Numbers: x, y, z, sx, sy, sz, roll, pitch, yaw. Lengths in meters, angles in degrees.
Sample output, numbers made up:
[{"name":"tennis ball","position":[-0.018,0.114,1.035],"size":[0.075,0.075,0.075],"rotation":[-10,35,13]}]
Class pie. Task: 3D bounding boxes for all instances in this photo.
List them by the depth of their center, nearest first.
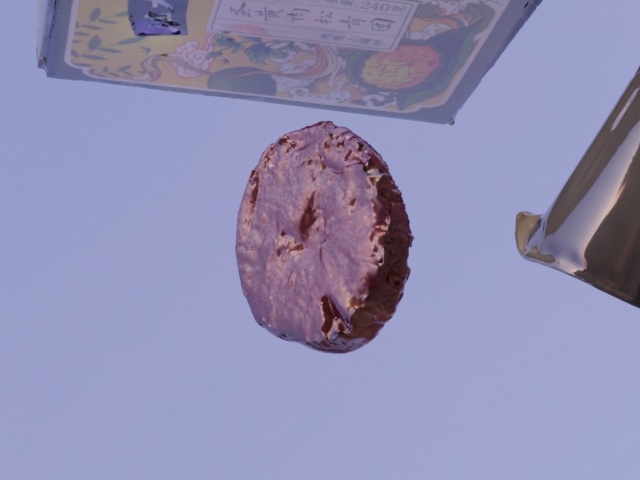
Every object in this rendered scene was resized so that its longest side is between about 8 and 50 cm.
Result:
[{"name":"pie","position":[0.000,0.000,1.033],"size":[0.036,0.154,0.154],"rotation":[6,-83,-43]}]

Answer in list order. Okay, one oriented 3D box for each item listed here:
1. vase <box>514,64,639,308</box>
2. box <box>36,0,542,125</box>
[{"name":"vase","position":[0.291,-0.079,1.181],"size":[0.156,0.251,0.301],"rotation":[3,-62,-47]},{"name":"box","position":[-0.023,-0.251,1.415],"size":[0.420,0.373,0.138],"rotation":[6,-111,-12]}]
